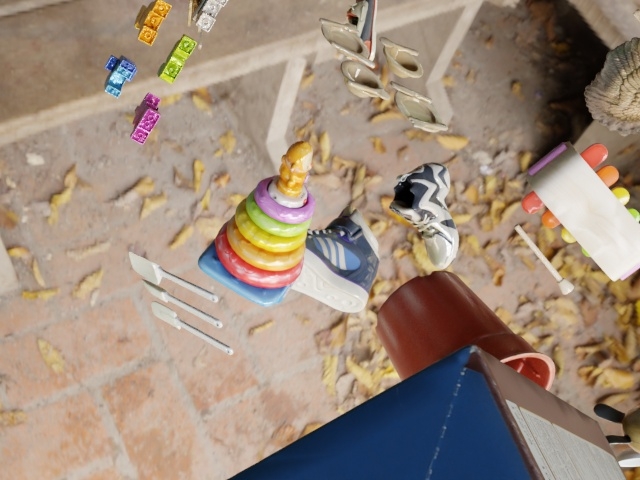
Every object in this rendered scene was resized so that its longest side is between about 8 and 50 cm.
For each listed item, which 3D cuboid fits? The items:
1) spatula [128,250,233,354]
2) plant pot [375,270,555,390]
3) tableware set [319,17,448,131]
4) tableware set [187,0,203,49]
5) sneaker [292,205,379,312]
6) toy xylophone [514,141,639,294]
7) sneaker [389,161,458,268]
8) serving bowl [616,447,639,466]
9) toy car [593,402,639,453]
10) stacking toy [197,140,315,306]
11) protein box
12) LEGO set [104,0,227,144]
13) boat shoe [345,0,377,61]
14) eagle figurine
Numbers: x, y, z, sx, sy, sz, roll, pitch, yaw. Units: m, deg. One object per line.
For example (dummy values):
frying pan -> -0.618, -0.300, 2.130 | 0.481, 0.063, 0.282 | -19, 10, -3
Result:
spatula -> -0.257, 0.115, 1.551 | 0.242, 0.168, 0.019 | 22, 44, 39
plant pot -> 0.250, 0.214, 1.603 | 0.272, 0.272, 0.265 | -16, 47, -21
tableware set -> 0.070, -0.187, 0.944 | 0.141, 0.020, 0.169 | 14, 42, -30
tableware set -> -0.178, -0.383, 1.206 | 0.039, 0.128, 0.194 | 6, 59, -9
sneaker -> 0.001, 0.000, 1.952 | 0.323, 0.130, 0.236 | 32, 52, -24
toy xylophone -> 0.540, -0.036, 1.751 | 0.323, 0.236, 0.081 | 55, 17, -9
sneaker -> 0.211, -0.045, 1.827 | 0.153, 0.094, 0.235 | -12, 106, -35
serving bowl -> 0.638, 0.436, 1.715 | 0.083, 0.083, 0.027 | 3, 63, -11
toy car -> 0.521, 0.277, 1.315 | 0.188, 0.149, 0.155 | -6, 22, 21
stacking toy -> -0.072, -0.050, 1.431 | 0.165, 0.302, 0.175 | 30, 39, 3
protein box -> 0.050, 0.172, 0.397 | 0.200, 0.201, 0.136 | -32, 57, 17
LEGO set -> -0.217, -0.254, 1.109 | 0.087, 0.227, 0.093 | 28, 16, -27
boat shoe -> 0.061, -0.341, 1.308 | 0.043, 0.049, 0.137 | 4, 81, -14
eagle figurine -> 0.521, -0.226, 1.229 | 0.225, 0.298, 0.226 | 17, 36, 4
